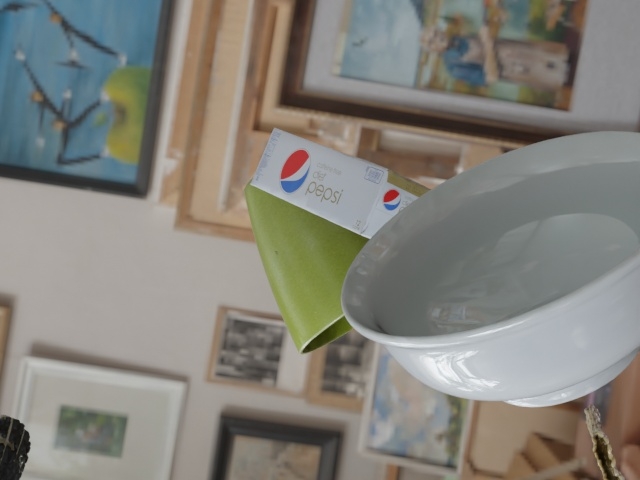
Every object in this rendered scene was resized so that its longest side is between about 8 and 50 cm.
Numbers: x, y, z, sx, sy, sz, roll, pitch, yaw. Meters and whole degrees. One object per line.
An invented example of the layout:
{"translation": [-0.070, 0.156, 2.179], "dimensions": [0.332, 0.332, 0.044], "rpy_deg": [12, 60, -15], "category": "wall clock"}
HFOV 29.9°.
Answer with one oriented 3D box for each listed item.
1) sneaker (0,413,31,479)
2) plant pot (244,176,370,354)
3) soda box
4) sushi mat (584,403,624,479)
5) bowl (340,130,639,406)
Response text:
{"translation": [-0.464, 0.242, 1.504], "dimensions": [0.283, 0.122, 0.110], "rpy_deg": [72, -143, -52], "category": "sneaker"}
{"translation": [0.000, 0.000, 2.063], "dimensions": [0.293, 0.274, 0.275], "rpy_deg": [56, 163, 10], "category": "plant pot"}
{"translation": [0.020, -0.053, 1.208], "dimensions": [0.216, 0.074, 0.069], "rpy_deg": [27, 94, 54], "category": "soda box"}
{"translation": [0.267, 0.227, 1.058], "dimensions": [0.316, 0.019, 0.151], "rpy_deg": [19, -130, -78], "category": "sushi mat"}
{"translation": [0.177, 0.042, 0.982], "dimensions": [0.298, 0.297, 0.134], "rpy_deg": [-95, -21, -67], "category": "bowl"}
